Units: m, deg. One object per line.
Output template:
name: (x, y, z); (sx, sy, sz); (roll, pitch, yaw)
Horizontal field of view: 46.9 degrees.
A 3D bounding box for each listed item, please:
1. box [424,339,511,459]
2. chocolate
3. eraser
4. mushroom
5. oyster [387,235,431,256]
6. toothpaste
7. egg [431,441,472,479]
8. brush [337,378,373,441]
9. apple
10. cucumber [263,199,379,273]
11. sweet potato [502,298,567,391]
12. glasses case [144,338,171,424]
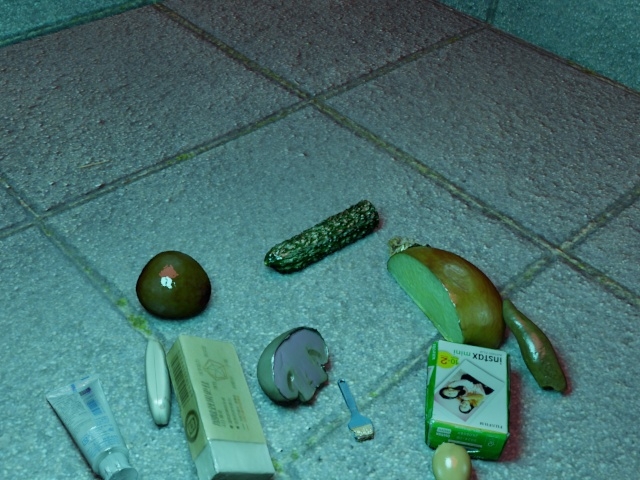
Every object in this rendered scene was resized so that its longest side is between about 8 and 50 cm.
box: (0.313, 0.337, 1.585); (0.180, 0.103, 0.250); (9, 42, 5)
chocolate: (-0.342, 0.107, 1.750); (0.177, 0.176, 0.176); (2, 42, -2)
eraser: (-0.210, 0.347, 1.510); (0.144, 0.078, 0.343); (15, 33, -35)
mushroom: (-0.070, 0.272, 1.620); (0.117, 0.141, 0.188); (-7, 26, 43)
oyster: (0.237, 0.011, 1.967); (0.122, 0.045, 0.146); (-3, 9, 2)
toothpaste: (-0.459, 0.385, 1.501); (0.114, 0.073, 0.299); (-22, 41, -26)
egg: (0.261, 0.454, 1.467); (0.080, 0.080, 0.096); (10, 50, 7)
brush: (0.070, 0.365, 1.601); (0.051, 0.014, 0.164); (-10, 42, -17)
apple: (0.314, 0.122, 1.812); (0.179, 0.254, 0.346); (-47, 48, 9)
cucumber: (0.000, 0.000, 1.951); (0.359, 0.096, 0.096); (-29, 51, -29)
sweet potato: (0.483, 0.238, 1.683); (0.077, 0.077, 0.243); (-18, 70, -23)
glasses case: (-0.350, 0.301, 1.587); (0.051, 0.081, 0.204); (-8, 45, -10)
